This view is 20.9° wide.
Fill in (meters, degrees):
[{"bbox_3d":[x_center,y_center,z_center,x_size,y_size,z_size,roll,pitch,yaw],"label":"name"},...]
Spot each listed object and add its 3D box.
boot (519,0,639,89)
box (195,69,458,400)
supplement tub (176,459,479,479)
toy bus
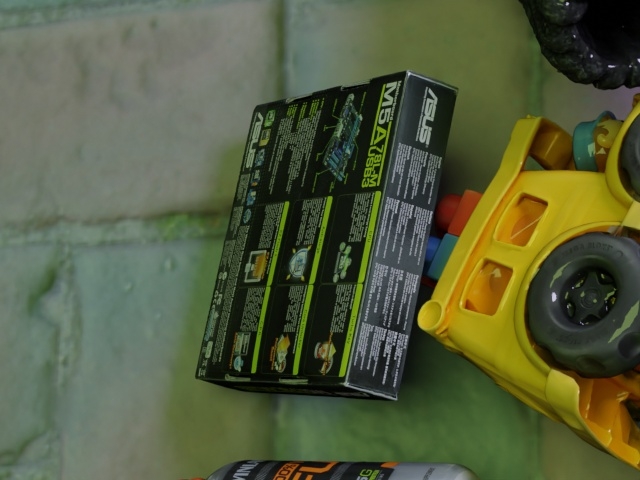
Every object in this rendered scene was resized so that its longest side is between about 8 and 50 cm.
[{"bbox_3d":[0.225,-0.256,0.988,0.348,0.131,0.260,-49,27,13],"label":"boot"},{"bbox_3d":[0.000,0.000,1.066,0.184,0.045,0.191,-5,70,56],"label":"box"},{"bbox_3d":[0.000,0.188,1.026,0.190,0.117,0.117,-2,75,21],"label":"supplement tub"},{"bbox_3d":[0.154,-0.003,1.015,0.211,0.149,0.220,23,83,42],"label":"toy bus"}]
